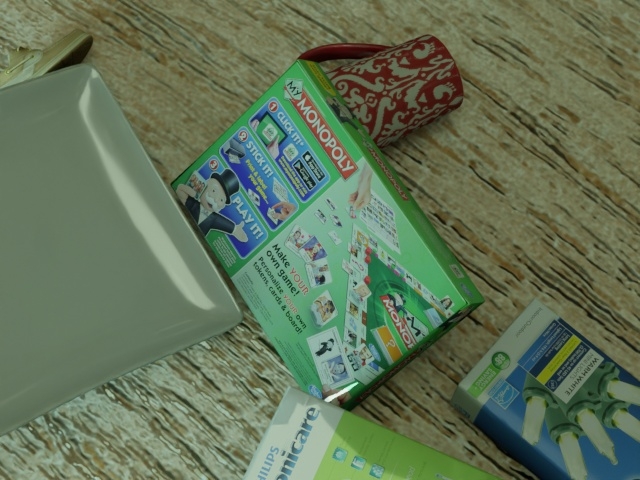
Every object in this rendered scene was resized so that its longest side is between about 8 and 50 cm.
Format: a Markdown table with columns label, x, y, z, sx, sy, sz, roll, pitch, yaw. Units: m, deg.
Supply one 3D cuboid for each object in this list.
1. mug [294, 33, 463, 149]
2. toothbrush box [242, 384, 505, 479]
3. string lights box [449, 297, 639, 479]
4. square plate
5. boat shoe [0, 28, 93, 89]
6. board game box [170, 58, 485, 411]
| label | x | y | z | sx | sy | sz | roll | pitch | yaw |
| --- | --- | --- | --- | --- | --- | --- | --- | --- | --- |
| mug | 0.057 | -0.172 | 1.664 | 0.169 | 0.113 | 0.150 | -25 | 83 | -15 |
| toothbrush box | 0.071 | 0.271 | 1.441 | 0.283 | 0.206 | 0.122 | 25 | 70 | 7 |
| string lights box | 0.277 | 0.196 | 1.545 | 0.260 | 0.077 | 0.133 | 39 | 71 | 12 |
| square plate | -0.301 | 0.006 | 1.552 | 0.344 | 0.049 | 0.347 | -24 | 77 | -36 |
| boat shoe | -0.333 | -0.189 | 1.683 | 0.170 | 0.063 | 0.059 | -42 | 81 | -15 |
| board game box | 0.000 | 0.000 | 1.565 | 0.213 | 0.046 | 0.317 | -41 | 72 | 24 |
